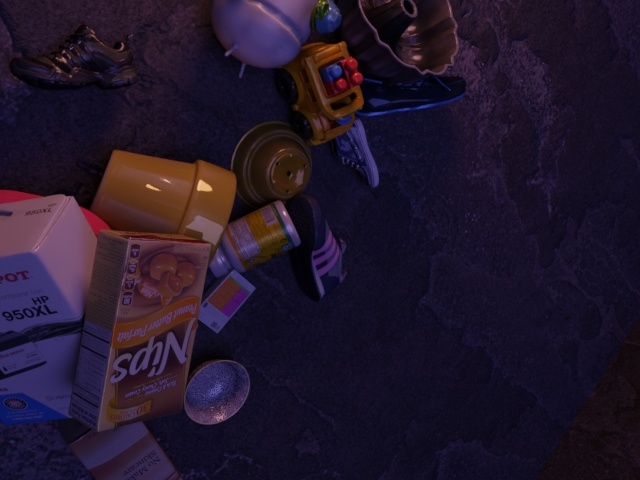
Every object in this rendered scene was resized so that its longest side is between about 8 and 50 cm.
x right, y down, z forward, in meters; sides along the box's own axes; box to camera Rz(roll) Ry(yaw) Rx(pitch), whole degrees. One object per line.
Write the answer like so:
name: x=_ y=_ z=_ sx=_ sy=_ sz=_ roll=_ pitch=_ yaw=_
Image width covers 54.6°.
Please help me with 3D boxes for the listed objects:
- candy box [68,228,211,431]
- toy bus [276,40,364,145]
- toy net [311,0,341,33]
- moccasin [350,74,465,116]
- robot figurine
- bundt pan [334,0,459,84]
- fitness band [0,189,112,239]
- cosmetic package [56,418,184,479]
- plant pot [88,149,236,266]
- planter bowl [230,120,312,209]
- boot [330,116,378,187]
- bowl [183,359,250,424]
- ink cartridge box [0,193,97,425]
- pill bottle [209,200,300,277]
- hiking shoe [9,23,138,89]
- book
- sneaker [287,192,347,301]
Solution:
candy box: x=-0.303 y=0.146 z=1.058 sx=0.183 sy=0.088 sz=0.316 roll=4 pitch=97 yaw=-55
toy bus: x=0.026 y=-0.328 z=1.374 sx=0.150 sy=0.211 sz=0.220 roll=-31 pitch=113 yaw=-23
toy net: x=0.044 y=-0.516 z=1.197 sx=0.232 sy=0.045 sz=0.122 roll=-63 pitch=159 yaw=2
moccasin: x=0.224 y=-0.386 z=1.538 sx=0.342 sy=0.138 sz=0.116 roll=-17 pitch=111 yaw=-29
robot figurine: x=-0.089 y=-0.500 z=1.252 sx=0.353 sy=0.200 sz=0.300 roll=-60 pitch=160 yaw=-2
bundt pan: x=0.158 y=-0.495 z=1.401 sx=0.331 sy=0.124 sz=0.330 roll=15 pitch=65 yaw=-35
fitness band: x=-0.524 y=0.010 z=1.151 sx=0.291 sy=0.054 sz=0.209 roll=12 pitch=130 yaw=-6
cosmetic package: x=-0.447 y=0.485 z=1.411 sx=0.153 sy=0.129 sz=0.296 roll=-35 pitch=123 yaw=-20
plant pot: x=-0.326 y=-0.064 z=1.241 sx=0.239 sy=0.254 sz=0.253 roll=22 pitch=94 yaw=-20
planter bowl: x=-0.092 y=-0.163 z=1.438 sx=0.217 sy=0.090 sz=0.217 roll=-12 pitch=113 yaw=-29
boot: x=0.080 y=-0.208 z=1.556 sx=0.086 sy=0.069 sz=0.189 roll=-27 pitch=112 yaw=-15
bowl: x=-0.265 y=0.353 z=1.513 sx=0.170 sy=0.080 sz=0.170 roll=-12 pitch=113 yaw=-29
ink cartridge box: x=-0.513 y=0.137 z=1.115 sx=0.286 sy=0.166 sz=0.394 roll=-9 pitch=126 yaw=10
pill bottle: x=-0.161 y=0.002 z=1.417 sx=0.209 sy=0.117 sz=0.117 roll=-26 pitch=121 yaw=-4
hiking shoe: x=-0.458 y=-0.341 z=1.153 sx=0.227 sy=0.086 sz=0.114 roll=-9 pitch=98 yaw=-37
book: x=-0.233 y=0.143 z=1.491 sx=0.144 sy=0.035 sz=0.096 roll=-49 pitch=129 yaw=-9
sneaker: x=0.000 y=0.000 z=1.536 sx=0.131 sy=0.112 sz=0.318 roll=-32 pitch=138 yaw=-29
